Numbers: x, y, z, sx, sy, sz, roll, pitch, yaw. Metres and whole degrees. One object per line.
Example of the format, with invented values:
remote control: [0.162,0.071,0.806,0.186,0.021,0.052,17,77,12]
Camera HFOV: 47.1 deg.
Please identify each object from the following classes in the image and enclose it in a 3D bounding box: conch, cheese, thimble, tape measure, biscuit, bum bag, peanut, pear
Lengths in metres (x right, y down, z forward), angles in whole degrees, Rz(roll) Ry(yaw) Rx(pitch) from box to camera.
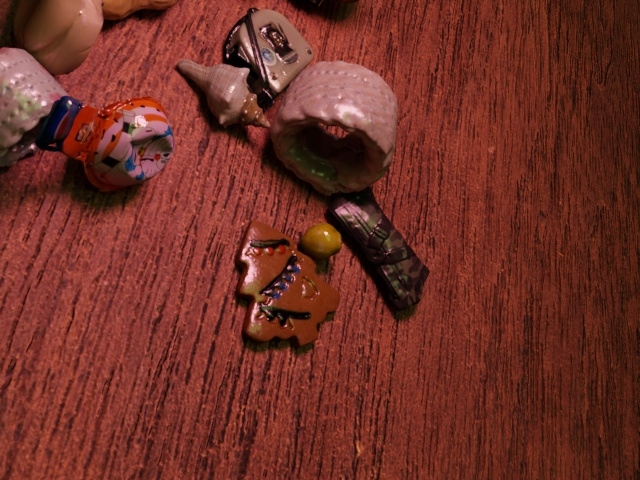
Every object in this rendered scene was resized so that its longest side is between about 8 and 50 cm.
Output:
conch: [-0.203,-0.342,1.673,0.137,0.114,0.234,-36,103,-13]
cheese: [-0.399,-0.192,1.401,0.129,0.217,0.329,35,9,23]
thimble: [-0.567,-0.232,1.322,0.211,0.185,0.149,-43,98,-12]
thimble: [0.039,-0.260,1.738,0.291,0.291,0.195,32,51,-22]
cheese: [-0.491,-0.453,1.409,0.127,0.233,0.266,19,36,-35]
tape measure: [-0.138,-0.454,1.788,0.207,0.115,0.235,48,50,-13]
biscuit: [-0.092,0.092,1.624,0.278,0.043,0.301,-26,87,-42]
bum bag: [0.154,0.011,1.819,0.144,0.095,0.340,-37,93,-26]
peanut: [-0.391,-0.576,1.632,0.147,0.147,0.319,51,46,-7]
pear: [0.000,0.000,1.706,0.097,0.092,0.092,-5,70,-6]

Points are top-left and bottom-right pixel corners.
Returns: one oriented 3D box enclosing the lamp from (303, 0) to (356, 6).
lamp: [0.016,-0.747,1.952,0.305,0.239,0.305,32,10,-6]
